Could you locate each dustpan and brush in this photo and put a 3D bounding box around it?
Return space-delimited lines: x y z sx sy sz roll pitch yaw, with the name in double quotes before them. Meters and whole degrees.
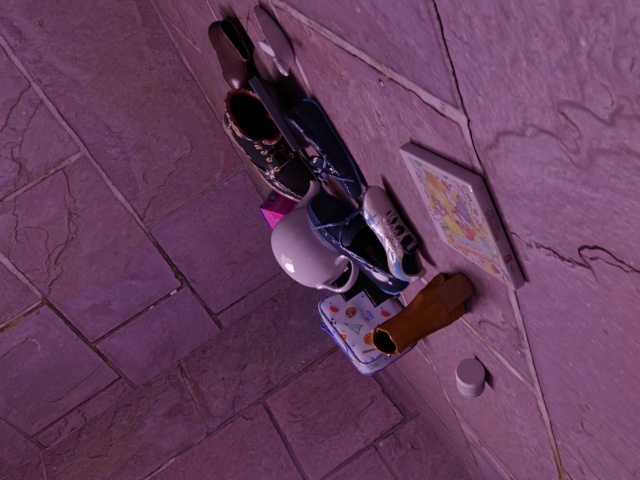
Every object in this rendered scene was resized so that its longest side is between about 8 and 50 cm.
"dustpan and brush" -0.093 -0.402 1.478 0.211 0.060 0.147 49 170 49

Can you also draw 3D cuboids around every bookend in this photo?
"bookend" 0.132 0.151 2.108 0.157 0.156 0.072 54 173 9

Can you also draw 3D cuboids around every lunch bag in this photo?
"lunch bag" 0.140 0.258 2.182 0.303 0.243 0.115 51 171 34

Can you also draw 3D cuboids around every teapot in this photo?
"teapot" 0.000 0.000 1.950 0.256 0.187 0.252 42 -147 -11

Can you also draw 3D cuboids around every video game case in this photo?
"video game case" 0.221 -0.044 1.107 0.206 0.026 0.227 60 172 -29
"video game case" -0.093 -0.315 1.742 0.196 0.026 0.274 57 -171 -5

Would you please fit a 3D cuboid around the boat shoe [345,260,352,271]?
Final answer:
"boat shoe" 0.085 0.047 2.316 0.228 0.080 0.076 60 156 -3

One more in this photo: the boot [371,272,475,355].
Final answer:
"boot" 0.198 0.160 1.442 0.104 0.211 0.295 56 174 11

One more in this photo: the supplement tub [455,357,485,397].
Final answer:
"supplement tub" 0.366 0.337 1.692 0.071 0.071 0.107 52 173 30

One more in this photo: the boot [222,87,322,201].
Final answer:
"boot" -0.137 -0.268 1.969 0.377 0.138 0.284 48 174 0

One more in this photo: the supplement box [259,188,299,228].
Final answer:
"supplement box" -0.064 -0.085 2.187 0.220 0.111 0.114 17 153 26

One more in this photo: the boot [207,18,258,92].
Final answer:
"boot" -0.226 -0.487 1.903 0.248 0.090 0.207 58 172 -20

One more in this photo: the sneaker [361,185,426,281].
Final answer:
"sneaker" 0.162 -0.016 1.486 0.086 0.085 0.237 0 124 50

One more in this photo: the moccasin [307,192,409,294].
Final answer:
"moccasin" 0.105 -0.015 1.755 0.342 0.138 0.117 39 164 17

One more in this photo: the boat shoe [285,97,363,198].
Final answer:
"boat shoe" 0.006 -0.201 1.611 0.258 0.089 0.109 58 173 -8
